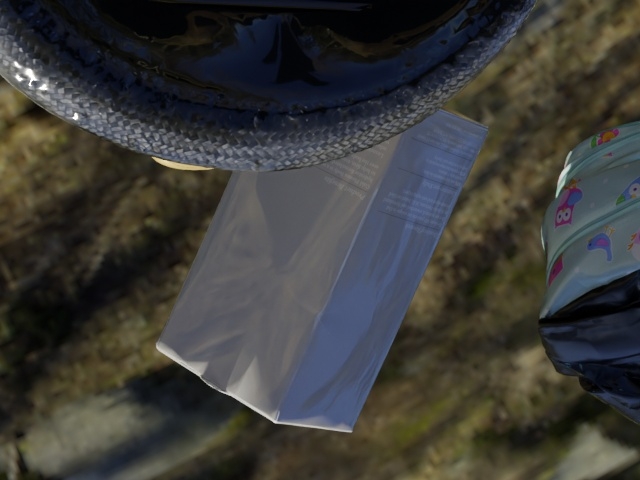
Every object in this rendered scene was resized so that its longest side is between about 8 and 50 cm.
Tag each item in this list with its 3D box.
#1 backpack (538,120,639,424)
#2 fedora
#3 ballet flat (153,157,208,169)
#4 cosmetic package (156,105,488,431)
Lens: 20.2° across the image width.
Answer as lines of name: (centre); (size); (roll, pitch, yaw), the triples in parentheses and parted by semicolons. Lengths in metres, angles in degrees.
backpack: (0.177, 0.007, 0.719); (0.182, 0.115, 0.152); (-17, 133, 31)
fedora: (-0.046, -0.197, 0.868); (0.334, 0.152, 0.334); (-7, 116, -15)
ballet flat: (-0.025, -0.092, 0.994); (0.073, 0.080, 0.232); (-17, -173, 29)
cosmetic package: (0.000, 0.000, 1.231); (0.107, 0.127, 0.238); (11, 106, -53)
